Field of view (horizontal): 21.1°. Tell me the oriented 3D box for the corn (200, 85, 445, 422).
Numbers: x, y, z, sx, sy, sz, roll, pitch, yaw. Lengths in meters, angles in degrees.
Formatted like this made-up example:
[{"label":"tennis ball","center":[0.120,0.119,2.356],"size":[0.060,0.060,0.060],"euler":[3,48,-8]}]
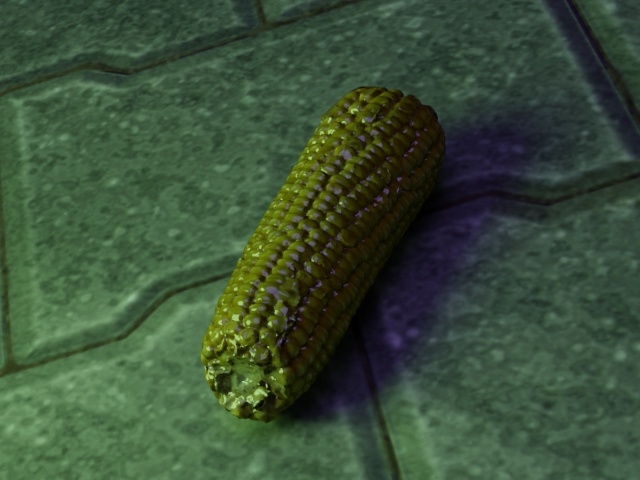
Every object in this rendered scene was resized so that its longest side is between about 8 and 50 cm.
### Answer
[{"label":"corn","center":[0.000,0.000,1.197],"size":[0.106,0.106,0.293],"euler":[8,46,28]}]
